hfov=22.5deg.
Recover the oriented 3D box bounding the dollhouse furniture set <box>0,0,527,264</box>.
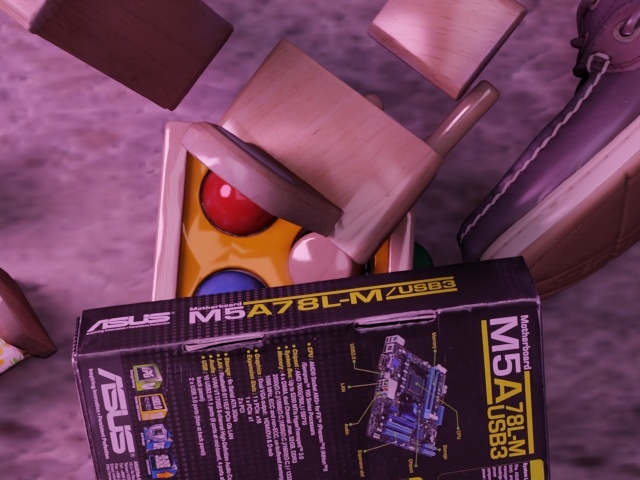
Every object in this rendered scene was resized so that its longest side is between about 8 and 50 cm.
[{"bbox_3d":[0.001,-0.221,0.597,0.303,0.174,0.355,39,94,13],"label":"dollhouse furniture set"}]

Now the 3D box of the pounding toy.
[{"bbox_3d":[0.000,0.000,0.702,0.141,0.100,0.130,4,82,0],"label":"pounding toy"}]

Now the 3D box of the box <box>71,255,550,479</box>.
[{"bbox_3d":[0.003,0.108,0.669,0.184,0.045,0.190,-9,116,-2],"label":"box"}]

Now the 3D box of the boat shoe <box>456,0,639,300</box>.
[{"bbox_3d":[0.159,-0.088,0.723,0.285,0.103,0.092,-44,70,-3],"label":"boat shoe"}]

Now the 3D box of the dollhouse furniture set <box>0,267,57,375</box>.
[{"bbox_3d":[-0.267,0.005,0.670,0.212,0.161,0.242,-32,83,-5],"label":"dollhouse furniture set"}]
